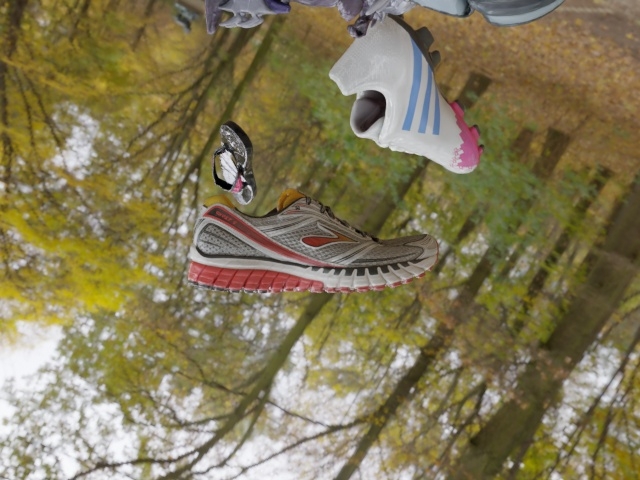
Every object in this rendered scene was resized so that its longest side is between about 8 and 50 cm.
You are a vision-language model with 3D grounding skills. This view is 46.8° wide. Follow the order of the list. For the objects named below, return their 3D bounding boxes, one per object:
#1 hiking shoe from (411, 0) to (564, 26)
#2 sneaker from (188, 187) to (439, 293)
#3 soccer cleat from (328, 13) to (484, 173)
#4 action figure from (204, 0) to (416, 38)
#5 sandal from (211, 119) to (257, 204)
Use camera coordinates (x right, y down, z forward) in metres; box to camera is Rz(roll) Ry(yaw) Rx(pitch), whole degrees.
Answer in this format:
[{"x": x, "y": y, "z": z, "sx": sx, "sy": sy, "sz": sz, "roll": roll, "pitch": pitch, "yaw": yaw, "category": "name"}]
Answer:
[{"x": -0.018, "y": -0.172, "z": 0.310, "sx": 0.304, "sy": 0.113, "sz": 0.132, "roll": 6, "pitch": -178, "yaw": 0, "category": "hiking shoe"}, {"x": 0.000, "y": 0.000, "z": 0.646, "sx": 0.225, "sy": 0.093, "sz": 0.088, "roll": 2, "pitch": 177, "yaw": -18, "category": "sneaker"}, {"x": 0.117, "y": -0.172, "z": 1.021, "sx": 0.116, "sy": 0.143, "sz": 0.331, "roll": 51, "pitch": -176, "yaw": 39, "category": "soccer cleat"}, {"x": 0.019, "y": -0.257, "z": 0.752, "sx": 0.285, "sy": 0.099, "sz": 0.185, "roll": 5, "pitch": -178, "yaw": 5, "category": "action figure"}, {"x": -0.117, "y": -0.093, "z": 0.949, "sx": 0.067, "sy": 0.040, "sz": 0.179, "roll": 43, "pitch": 162, "yaw": 12, "category": "sandal"}]
